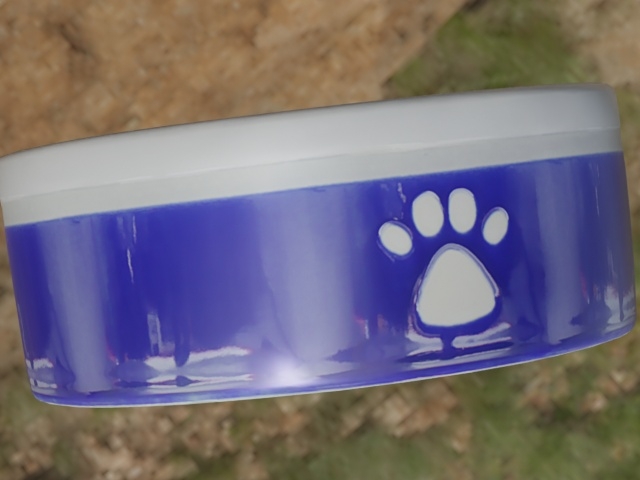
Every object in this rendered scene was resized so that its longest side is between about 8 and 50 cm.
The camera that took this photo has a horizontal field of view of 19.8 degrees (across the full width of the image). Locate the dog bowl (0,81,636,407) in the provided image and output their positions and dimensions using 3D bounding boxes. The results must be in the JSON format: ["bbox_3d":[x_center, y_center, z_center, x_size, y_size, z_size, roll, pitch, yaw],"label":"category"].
[{"bbox_3d":[0.000,0.000,0.784,0.265,0.104,0.265,-7,-178,0],"label":"dog bowl"}]
